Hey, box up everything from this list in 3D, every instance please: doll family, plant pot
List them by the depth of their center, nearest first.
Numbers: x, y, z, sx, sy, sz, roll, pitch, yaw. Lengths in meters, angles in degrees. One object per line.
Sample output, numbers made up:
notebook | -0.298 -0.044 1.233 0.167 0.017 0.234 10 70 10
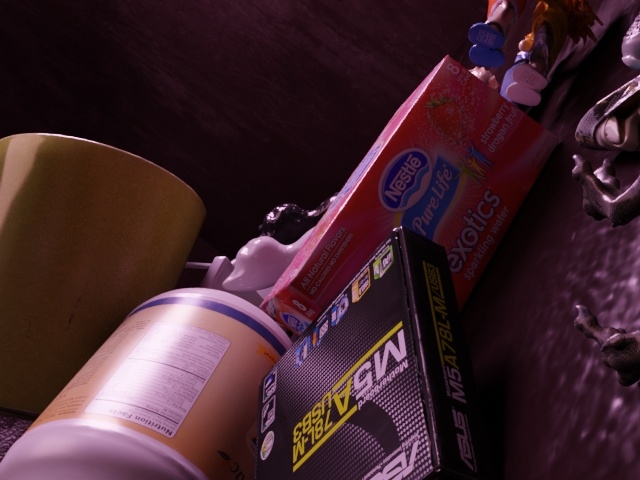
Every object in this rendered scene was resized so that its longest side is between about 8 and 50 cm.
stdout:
doll family | 0.218 -0.188 0.783 0.263 0.118 0.163 96 -162 -60
plant pot | -0.307 0.067 0.883 0.275 0.275 0.293 134 149 -64

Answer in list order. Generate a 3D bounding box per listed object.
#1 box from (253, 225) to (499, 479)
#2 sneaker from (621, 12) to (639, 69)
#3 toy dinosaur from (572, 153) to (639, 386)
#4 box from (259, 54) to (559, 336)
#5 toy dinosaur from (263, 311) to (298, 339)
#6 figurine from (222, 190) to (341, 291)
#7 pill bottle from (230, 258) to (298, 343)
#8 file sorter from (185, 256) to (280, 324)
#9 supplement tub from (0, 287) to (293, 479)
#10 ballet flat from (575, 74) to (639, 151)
box | 0.019 0.114 0.456 0.190 0.045 0.184 -51 22 33
sneaker | 0.260 -0.206 0.463 0.215 0.083 0.084 -54 5 13
toy dinosaur | 0.147 -0.006 0.268 0.118 0.064 0.268 -35 21 57
box | 0.076 -0.014 0.635 0.257 0.128 0.122 -55 4 -21
toy dinosaur | -0.008 0.072 0.963 0.160 0.121 0.313 -64 6 -31
figurine | 0.000 0.000 0.869 0.210 0.092 0.215 -9 17 14
pill bottle | -0.109 0.112 1.323 0.181 0.181 0.323 -54 4 -7
file sorter | -0.202 0.187 1.012 0.173 0.193 0.277 1 53 35
supplement tub | -0.155 0.213 0.687 0.228 0.228 0.316 -52 5 31
ballet flat | 0.196 -0.078 0.448 0.041 0.041 0.114 -56 4 -32
